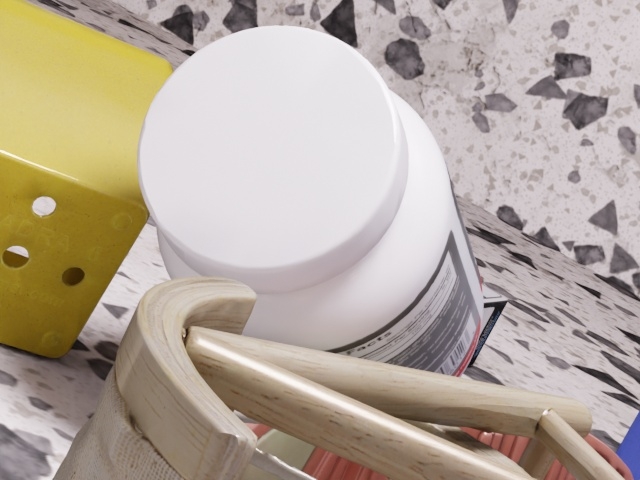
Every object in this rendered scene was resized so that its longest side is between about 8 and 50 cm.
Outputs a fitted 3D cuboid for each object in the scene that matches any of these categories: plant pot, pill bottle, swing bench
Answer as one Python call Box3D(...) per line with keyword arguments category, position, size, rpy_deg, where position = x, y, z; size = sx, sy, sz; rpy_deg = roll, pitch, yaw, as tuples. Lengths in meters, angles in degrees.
Box3D(category="plant pot", position=(-0.231, -0.038, 1.201), size=(0.212, 0.212, 0.187), rpy_deg=(21, 26, -27))
Box3D(category="pill bottle", position=(0.000, 0.000, 1.200), size=(0.210, 0.210, 0.363), rpy_deg=(31, -12, 20))
Box3D(category="swing bench", position=(-0.018, 0.166, 0.582), size=(0.255, 0.253, 0.165), rpy_deg=(21, 12, -30))

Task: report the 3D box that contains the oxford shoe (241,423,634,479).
Box3D(category="oxford shoe", position=(0.063, 0.151, 1.153), size=(0.397, 0.140, 0.146), rpy_deg=(21, 5, -38))

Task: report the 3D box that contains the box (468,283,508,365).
Box3D(category="box", position=(0.061, 0.059, 1.677), size=(0.169, 0.087, 0.290), rpy_deg=(32, 12, 22))

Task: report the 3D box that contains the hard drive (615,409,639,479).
Box3D(category="hard drive", position=(0.313, 0.144, 1.272), size=(0.040, 0.318, 0.210), rpy_deg=(24, 12, -16))
